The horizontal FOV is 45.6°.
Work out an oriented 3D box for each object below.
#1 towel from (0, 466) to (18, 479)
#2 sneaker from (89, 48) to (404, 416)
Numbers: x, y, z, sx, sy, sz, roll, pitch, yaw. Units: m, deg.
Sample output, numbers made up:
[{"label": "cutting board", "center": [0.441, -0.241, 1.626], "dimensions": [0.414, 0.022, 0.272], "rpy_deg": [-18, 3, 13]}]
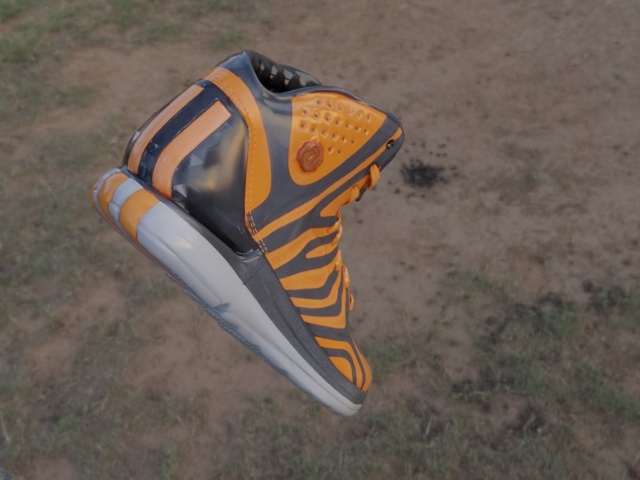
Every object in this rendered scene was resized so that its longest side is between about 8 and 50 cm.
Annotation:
[{"label": "towel", "center": [-0.325, 0.202, 0.337], "dimensions": [0.056, 0.312, 0.324], "rpy_deg": [8, 60, 30]}, {"label": "sneaker", "center": [0.000, 0.000, 0.540], "dimensions": [0.124, 0.321, 0.180], "rpy_deg": [31, 76, 36]}]
